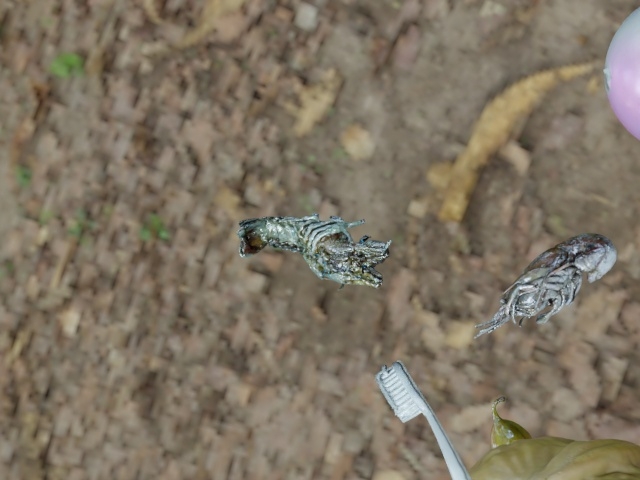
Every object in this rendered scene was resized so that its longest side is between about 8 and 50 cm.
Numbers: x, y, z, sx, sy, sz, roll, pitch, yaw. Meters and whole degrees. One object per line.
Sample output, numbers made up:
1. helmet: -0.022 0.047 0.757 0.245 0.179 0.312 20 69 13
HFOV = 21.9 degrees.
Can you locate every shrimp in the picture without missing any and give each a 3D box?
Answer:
1. shrimp: 0.221 0.050 1.644 0.165 0.056 0.065 -44 42 0
2. shrimp: 0.002 -0.002 1.629 0.174 0.076 0.082 15 126 32

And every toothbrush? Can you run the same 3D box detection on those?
1. toothbrush: 0.114 0.198 1.129 0.024 0.021 0.288 -32 60 0

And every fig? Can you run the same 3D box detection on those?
1. fig: 0.214 0.220 1.892 0.050 0.050 0.083 -17 93 51

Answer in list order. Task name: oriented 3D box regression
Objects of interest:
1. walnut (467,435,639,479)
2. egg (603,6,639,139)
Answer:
1. walnut: 0.261 0.341 1.663 0.333 0.333 0.333 -31 49 44
2. egg: 0.452 -0.194 1.839 0.271 0.196 0.196 -16 52 8
